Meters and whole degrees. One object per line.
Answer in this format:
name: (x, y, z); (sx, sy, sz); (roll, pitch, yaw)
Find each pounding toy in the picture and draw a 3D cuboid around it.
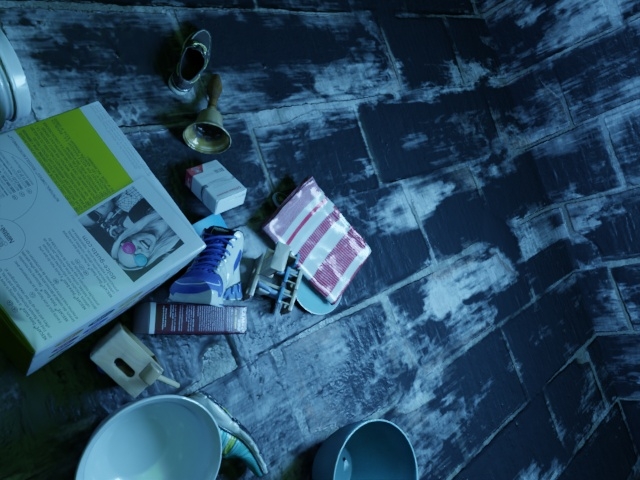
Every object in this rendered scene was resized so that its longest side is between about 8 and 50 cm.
pounding toy: (-0.392, 0.278, 1.060); (0.094, 0.206, 0.181); (-44, 107, -17)

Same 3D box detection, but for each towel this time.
towel: (0.000, 0.000, 1.505); (0.329, 0.037, 0.237); (49, 60, -19)

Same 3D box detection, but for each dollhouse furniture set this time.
dollhouse furniture set: (-0.106, 0.107, 1.333); (0.129, 0.184, 0.128); (24, 65, -19)

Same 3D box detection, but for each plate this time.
plate: (-0.012, 0.130, 1.515); (0.188, 0.024, 0.188); (12, 70, -35)

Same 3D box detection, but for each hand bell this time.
hand bell: (-0.299, -0.373, 1.394); (0.126, 0.126, 0.241); (22, 54, -32)

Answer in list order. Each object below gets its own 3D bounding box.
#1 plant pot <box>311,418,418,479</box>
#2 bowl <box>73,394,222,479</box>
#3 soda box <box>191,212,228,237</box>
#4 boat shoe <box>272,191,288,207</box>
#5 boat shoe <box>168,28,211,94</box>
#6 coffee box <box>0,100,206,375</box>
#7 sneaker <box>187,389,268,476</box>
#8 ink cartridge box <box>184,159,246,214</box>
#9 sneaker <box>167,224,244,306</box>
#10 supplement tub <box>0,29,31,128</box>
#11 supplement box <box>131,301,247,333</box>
plant pot: (0.090, 0.626, 1.350); (0.290, 0.195, 0.290); (11, 72, -35)
bowl: (-0.371, 0.453, 1.062); (0.298, 0.134, 0.297); (-4, 97, -36)
soda box: (-0.335, 0.006, 1.272); (0.210, 0.067, 0.071); (-34, 99, -38)
boat shoe: (-0.081, -0.101, 1.512); (0.142, 0.040, 0.049); (37, 59, -25)
boat shoe: (-0.348, -0.506, 1.397); (0.081, 0.069, 0.227); (29, 62, -29)
coffee box: (-0.493, 0.007, 0.949); (0.334, 0.338, 0.338); (-38, 93, -37)
sneaker: (-0.237, 0.481, 1.220); (0.110, 0.107, 0.275); (-46, 103, -16)
ink cartridge box: (-0.276, -0.140, 1.324); (0.099, 0.056, 0.135); (-28, 62, -38)
sneaker: (-0.259, 0.054, 1.177); (0.128, 0.315, 0.182); (4, 90, 5)
supplement tub: (-0.745, -0.284, 0.932); (0.316, 0.228, 0.228); (-32, 98, -38)
supplement box: (-0.310, 0.189, 1.201); (0.240, 0.130, 0.073); (7, 77, -35)
